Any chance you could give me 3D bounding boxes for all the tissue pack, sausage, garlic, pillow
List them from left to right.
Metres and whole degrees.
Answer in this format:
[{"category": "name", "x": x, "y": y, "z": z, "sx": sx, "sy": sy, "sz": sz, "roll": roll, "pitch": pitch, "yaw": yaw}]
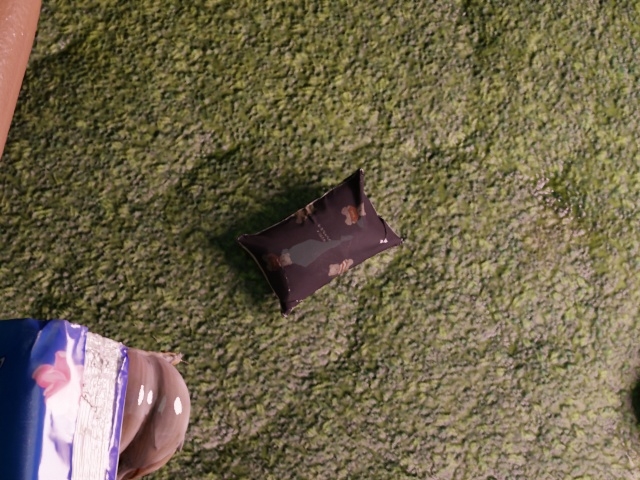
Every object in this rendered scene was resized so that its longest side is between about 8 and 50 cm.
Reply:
[{"category": "sausage", "x": -0.356, "y": -0.152, "z": 1.855, "sx": 0.123, "sy": 0.123, "sz": 0.253, "roll": 15, "pitch": 70, "yaw": -4}, {"category": "tissue pack", "x": -0.290, "y": 0.211, "z": 1.663, "sx": 0.209, "sy": 0.137, "sz": 0.270, "roll": -5, "pitch": 68, "yaw": 28}, {"category": "garlic", "x": -0.199, "y": 0.187, "z": 1.786, "sx": 0.131, "sy": 0.127, "sz": 0.194, "roll": 19, "pitch": 87, "yaw": -7}, {"category": "pillow", "x": 0.000, "y": 0.000, "z": 1.905, "sx": 0.150, "sy": 0.048, "sz": 0.090, "roll": -32, "pitch": 72, "yaw": -12}]
